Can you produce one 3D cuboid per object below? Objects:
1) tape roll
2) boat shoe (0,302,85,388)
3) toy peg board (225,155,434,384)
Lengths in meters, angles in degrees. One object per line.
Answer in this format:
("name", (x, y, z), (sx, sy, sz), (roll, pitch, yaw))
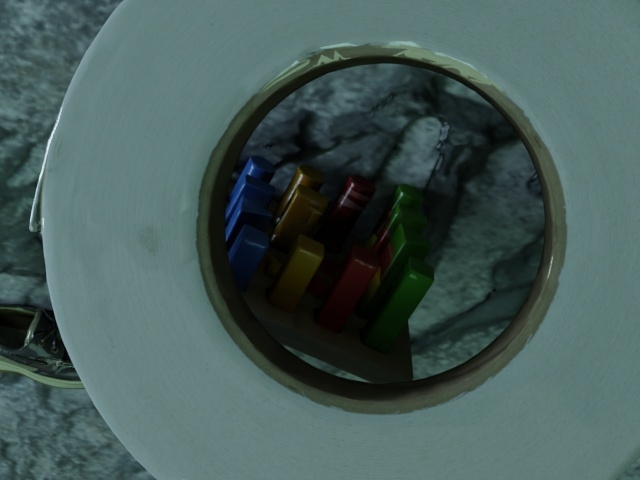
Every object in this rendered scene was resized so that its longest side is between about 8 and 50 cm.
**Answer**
("tape roll", (0.033, -0.008, 0.814), (0.392, 0.072, 0.392), (0, 94, 5))
("boat shoe", (-0.222, 0.080, 1.115), (0.152, 0.056, 0.049), (4, 139, 6))
("toy peg board", (0.000, 0.000, 0.938), (0.160, 0.161, 0.079), (25, 115, -12))
